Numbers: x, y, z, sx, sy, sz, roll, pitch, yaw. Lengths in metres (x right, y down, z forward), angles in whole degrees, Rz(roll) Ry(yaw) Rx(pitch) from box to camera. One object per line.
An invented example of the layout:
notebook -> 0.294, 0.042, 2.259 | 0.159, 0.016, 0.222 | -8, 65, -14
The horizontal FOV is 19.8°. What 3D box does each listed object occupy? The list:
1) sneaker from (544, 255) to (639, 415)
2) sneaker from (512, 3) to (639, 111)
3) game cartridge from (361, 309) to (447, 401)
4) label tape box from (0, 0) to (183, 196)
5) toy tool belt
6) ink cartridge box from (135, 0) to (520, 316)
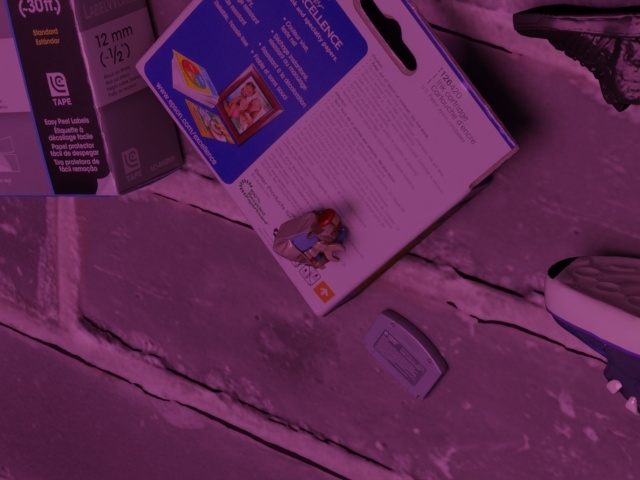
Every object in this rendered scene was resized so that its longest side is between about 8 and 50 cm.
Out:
sneaker -> 0.313, 0.167, 1.502 | 0.323, 0.130, 0.236 | 20, 118, 24
sneaker -> 0.233, -0.143, 1.476 | 0.170, 0.051, 0.089 | 5, 108, 33
game cartridge -> 0.080, 0.107, 1.738 | 0.083, 0.017, 0.056 | 45, 134, 13
label tape box -> -0.294, -0.219, 1.819 | 0.249, 0.115, 0.347 | 1, 112, 38
toy tool belt -> 0.000, 0.000, 1.651 | 0.051, 0.052, 0.083 | 40, 143, -26
ink cartridge box -> 0.010, -0.129, 1.653 | 0.307, 0.072, 0.303 | -41, 82, 40
